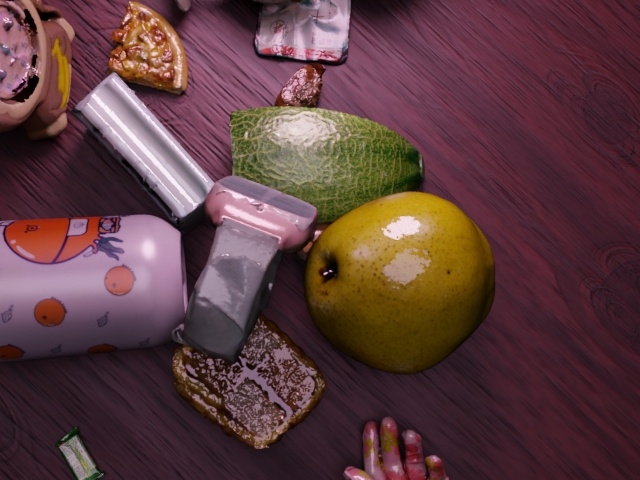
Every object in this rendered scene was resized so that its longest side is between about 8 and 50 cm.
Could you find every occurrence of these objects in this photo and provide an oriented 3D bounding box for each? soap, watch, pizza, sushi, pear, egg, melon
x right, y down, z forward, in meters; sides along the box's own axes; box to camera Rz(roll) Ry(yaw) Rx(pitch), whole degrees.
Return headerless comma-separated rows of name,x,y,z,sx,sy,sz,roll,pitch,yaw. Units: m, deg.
soap,-0.266,-0.132,1.347,0.094,0.150,0.261,-43,87,-6
watch,-0.113,0.049,1.217,0.161,0.253,0.241,20,100,2
pizza,-0.294,-0.310,1.425,0.134,0.046,0.175,-39,86,-9
watch,-0.595,-0.275,1.291,0.327,0.335,0.314,2,86,15
sushi,-0.034,-0.241,1.435,0.055,0.052,0.120,35,78,17
pear,0.118,0.061,1.286,0.294,0.294,0.294,1,81,-5
egg,0.000,0.000,1.389,0.083,0.071,0.071,-5,81,-20
melon,0.019,-0.119,1.383,0.323,0.124,0.196,-3,89,-4

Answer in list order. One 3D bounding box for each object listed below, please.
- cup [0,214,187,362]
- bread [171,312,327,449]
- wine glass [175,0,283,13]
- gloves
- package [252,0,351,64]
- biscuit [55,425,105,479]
cup,-0.363,0.070,1.280,0.317,0.212,0.212,-4,81,-7
bread,-0.114,0.214,1.332,0.222,0.096,0.181,42,77,2
wine glass,-0.123,-0.447,1.400,0.241,0.126,0.126,-7,82,6
gloves,0.131,0.393,1.320,0.145,0.126,0.241,-27,56,-3
package,-0.025,-0.424,1.469,0.166,0.040,0.232,7,83,-3
biscuit,-0.378,0.340,1.332,0.046,0.016,0.089,-31,85,-10
